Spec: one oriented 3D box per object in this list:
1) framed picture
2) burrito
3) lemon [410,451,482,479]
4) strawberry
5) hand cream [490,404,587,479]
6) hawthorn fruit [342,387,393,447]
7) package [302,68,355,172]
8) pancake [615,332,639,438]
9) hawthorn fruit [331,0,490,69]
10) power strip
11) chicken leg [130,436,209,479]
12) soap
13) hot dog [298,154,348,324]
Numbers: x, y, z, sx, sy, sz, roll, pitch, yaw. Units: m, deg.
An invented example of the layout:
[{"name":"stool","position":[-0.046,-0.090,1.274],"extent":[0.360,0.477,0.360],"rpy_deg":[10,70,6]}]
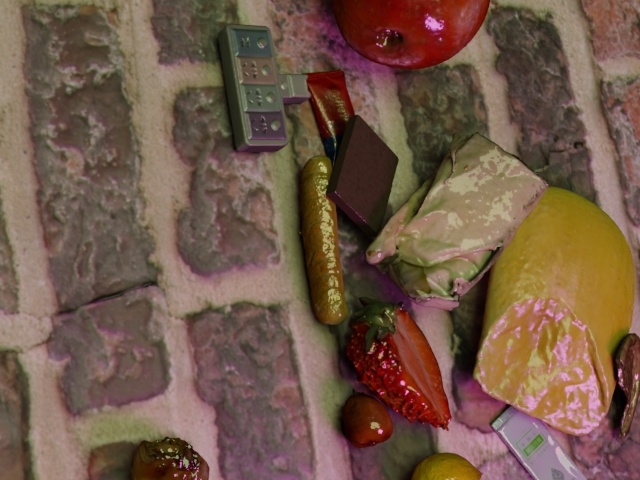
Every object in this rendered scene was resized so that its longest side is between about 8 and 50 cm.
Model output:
[{"name":"framed picture","position":[0.073,-0.109,1.882],"extent":[0.128,0.023,0.168],"rpy_deg":[43,49,-35]},{"name":"burrito","position":[0.220,-0.024,1.908],"extent":[0.190,0.135,0.332],"rpy_deg":[40,68,-1]},{"name":"lemon","position":[0.200,0.399,1.807],"extent":[0.133,0.109,0.109],"rpy_deg":[-15,83,-17]},{"name":"strawberry","position":[0.129,0.209,1.834],"extent":[0.228,0.098,0.174],"rpy_deg":[52,28,-24]},{"name":"hand cream","position":[0.409,0.401,1.938],"extent":[0.275,0.050,0.079],"rpy_deg":[52,36,1]},{"name":"hawthorn fruit","position":[0.073,0.284,1.799],"extent":[0.081,0.081,0.093],"rpy_deg":[-6,69,-24]},{"name":"package","position":[0.031,-0.202,1.935],"extent":[0.083,0.022,0.200],"rpy_deg":[-13,80,-25]},{"name":"pancake","position":[0.543,0.253,1.977],"extent":[0.190,0.020,0.184],"rpy_deg":[40,63,-57]},{"name":"hawthorn fruit","position":[0.152,-0.431,1.909],"extent":[0.284,0.284,0.284],"rpy_deg":[6,75,-22]},{"name":"power strip","position":[-0.091,-0.254,1.883],"extent":[0.145,0.061,0.216],"rpy_deg":[-3,79,-31]},{"name":"chicken leg","position":[-0.193,0.400,1.661],"extent":[0.107,0.087,0.251],"rpy_deg":[-29,96,-6]},{"name":"soap","position":[0.428,0.107,1.972],"extent":[0.306,0.115,0.427],"rpy_deg":[22,66,-16]},{"name":"hot dog","position":[0.004,-0.001,1.840],"extent":[0.061,0.088,0.286],"rpy_deg":[-3,74,-16]}]
